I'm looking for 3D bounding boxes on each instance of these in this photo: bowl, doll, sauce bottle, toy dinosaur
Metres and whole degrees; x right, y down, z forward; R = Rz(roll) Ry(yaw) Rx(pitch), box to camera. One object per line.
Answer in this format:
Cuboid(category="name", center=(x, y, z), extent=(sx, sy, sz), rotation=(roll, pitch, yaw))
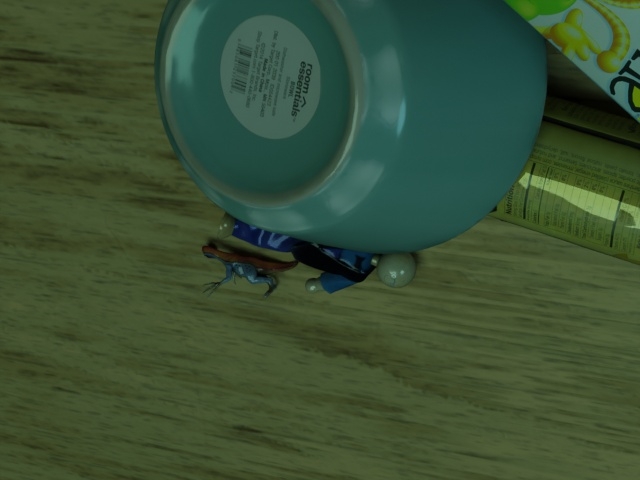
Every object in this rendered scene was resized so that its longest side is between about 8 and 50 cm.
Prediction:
Cuboid(category="bowl", center=(-0.005, -0.125, 1.152), extent=(0.312, 0.163, 0.311), rotation=(9, 107, 32))
Cuboid(category="doll", center=(0.000, 0.000, 1.427), extent=(0.189, 0.046, 0.129), rotation=(19, 126, 7))
Cuboid(category="sauce bottle", center=(0.175, -0.064, 1.222), extent=(0.344, 0.111, 0.111), rotation=(21, 135, 20))
Cuboid(category="toy dinosaur", center=(-0.077, 0.023, 1.516), extent=(0.082, 0.047, 0.090), rotation=(45, 103, 2))

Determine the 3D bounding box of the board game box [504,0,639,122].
Cuboid(category="board game box", center=(0.221, -0.207, 1.040), extent=(0.275, 0.144, 0.142), rotation=(40, 136, -7))
